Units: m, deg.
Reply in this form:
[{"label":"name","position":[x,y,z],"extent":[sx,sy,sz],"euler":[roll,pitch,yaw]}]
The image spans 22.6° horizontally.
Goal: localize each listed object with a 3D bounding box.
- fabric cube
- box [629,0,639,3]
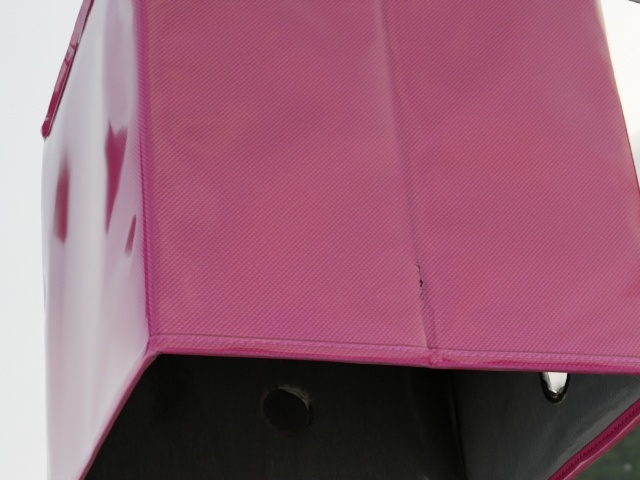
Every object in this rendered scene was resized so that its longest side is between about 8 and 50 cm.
[{"label":"fabric cube","position":[0.000,0.000,0.835],"extent":[0.259,0.258,0.254],"euler":[4,-30,-18]},{"label":"box","position":[0.322,-0.395,1.564],"extent":[0.154,0.142,0.300],"euler":[86,-157,-61]}]
